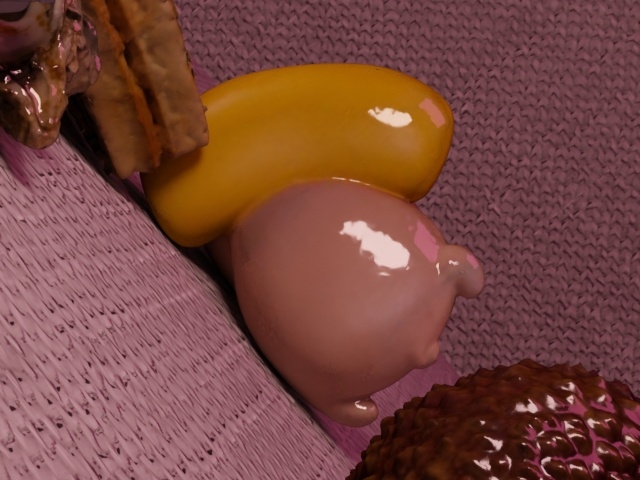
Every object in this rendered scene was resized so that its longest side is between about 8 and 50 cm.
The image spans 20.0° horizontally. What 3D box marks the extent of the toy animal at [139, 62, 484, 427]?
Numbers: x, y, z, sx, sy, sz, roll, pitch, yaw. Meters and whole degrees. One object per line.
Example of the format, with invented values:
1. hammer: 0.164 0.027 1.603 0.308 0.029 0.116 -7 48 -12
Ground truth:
1. toy animal: 0.019 -0.011 1.708 0.345 0.277 0.247 48 -10 18

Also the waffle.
1. waffle: -0.231 -0.246 1.638 0.376 0.114 0.261 55 -16 45

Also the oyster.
1. oyster: -0.241 -0.196 1.363 0.341 0.166 0.110 61 -16 26

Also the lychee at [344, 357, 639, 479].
1. lychee: 0.116 0.194 1.176 0.271 0.271 0.271 50 5 -6

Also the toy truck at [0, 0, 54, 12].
1. toy truck: -0.258 -0.317 1.266 0.175 0.146 0.367 1 47 -28
